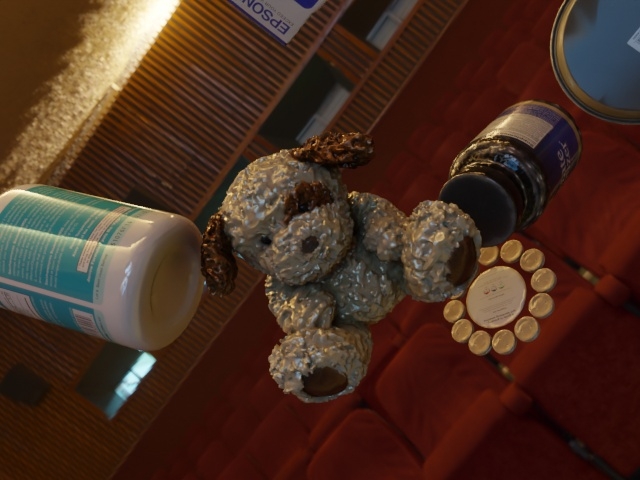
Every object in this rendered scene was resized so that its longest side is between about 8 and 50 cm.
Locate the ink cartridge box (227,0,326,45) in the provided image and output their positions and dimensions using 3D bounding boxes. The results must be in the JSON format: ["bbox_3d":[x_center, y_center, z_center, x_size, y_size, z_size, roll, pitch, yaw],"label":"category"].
[{"bbox_3d":[-0.067,-0.423,0.756,0.307,0.303,0.072,-34,29,46],"label":"ink cartridge box"}]

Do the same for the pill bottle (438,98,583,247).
[{"bbox_3d":[0.232,-0.083,0.820,0.219,0.123,0.123,-41,-16,-44],"label":"pill bottle"}]

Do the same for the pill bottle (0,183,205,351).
[{"bbox_3d":[-0.269,0.020,0.728,0.146,0.264,0.146,13,-90,-71],"label":"pill bottle"}]

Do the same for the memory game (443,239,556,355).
[{"bbox_3d":[0.266,0.085,1.004,0.012,0.186,0.186,32,-80,-40],"label":"memory game"}]

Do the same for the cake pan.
[{"bbox_3d":[0.551,-0.349,1.153,0.293,0.293,0.054,-54,-10,17],"label":"cake pan"}]

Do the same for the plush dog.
[{"bbox_3d":[0.000,0.000,0.711,0.262,0.225,0.210,-42,25,6],"label":"plush dog"}]
